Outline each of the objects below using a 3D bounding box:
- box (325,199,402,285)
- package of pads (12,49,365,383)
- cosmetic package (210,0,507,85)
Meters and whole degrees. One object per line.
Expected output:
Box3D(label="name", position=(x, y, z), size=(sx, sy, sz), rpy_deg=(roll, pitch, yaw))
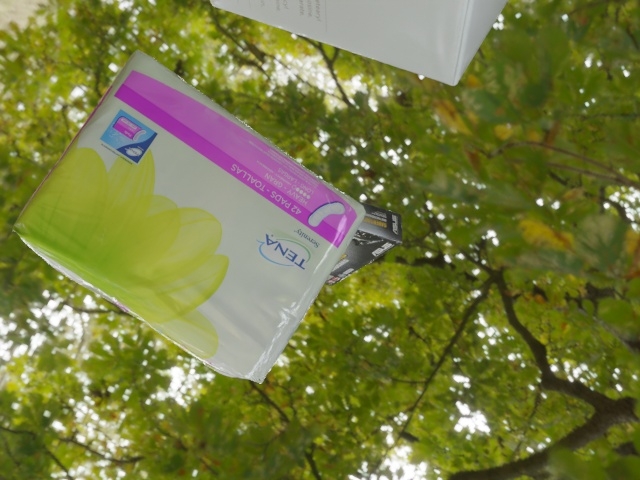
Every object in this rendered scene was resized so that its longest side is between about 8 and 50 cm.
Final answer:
Box3D(label="box", position=(0.000, 0.000, 1.213), size=(0.231, 0.183, 0.056), rpy_deg=(-36, -134, 52))
Box3D(label="package of pads", position=(-0.131, -0.014, 0.745), size=(0.229, 0.296, 0.101), rpy_deg=(-58, -169, -8))
Box3D(label="cosmetic package", position=(0.078, -0.475, 0.937), size=(0.393, 0.327, 0.329), rpy_deg=(23, -123, 17))
